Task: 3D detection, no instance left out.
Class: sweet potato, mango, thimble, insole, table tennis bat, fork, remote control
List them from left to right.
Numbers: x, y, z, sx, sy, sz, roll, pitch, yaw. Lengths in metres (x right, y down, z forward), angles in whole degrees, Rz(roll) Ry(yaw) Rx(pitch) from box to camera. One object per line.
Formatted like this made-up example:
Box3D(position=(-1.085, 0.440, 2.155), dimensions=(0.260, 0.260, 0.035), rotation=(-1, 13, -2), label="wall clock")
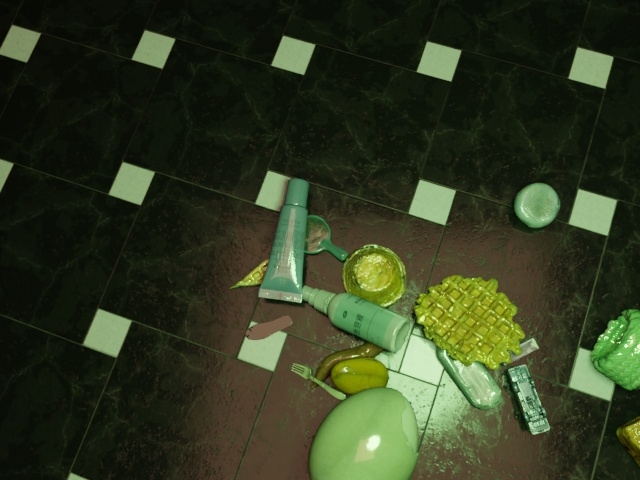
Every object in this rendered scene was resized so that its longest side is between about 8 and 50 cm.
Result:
Box3D(position=(-0.161, 0.272, 1.952), dimensions=(0.152, 0.002, 0.053), rotation=(-23, 76, -1), label="insole")
Box3D(position=(-0.004, 0.415, 1.847), dimensions=(0.219, 0.028, 0.034), rotation=(20, 85, 42), label="fork")
Box3D(position=(0.000, 0.000, 1.992), dimensions=(0.201, 0.033, 0.124), rotation=(33, 83, 16), label="table tennis bat")
Box3D(position=(0.085, 0.354, 1.886), dimensions=(0.281, 0.059, 0.067), rotation=(-24, 115, 2), label="sweet potato")
Box3D(position=(0.111, 0.393, 1.819), dimensions=(0.137, 0.195, 0.098), rotation=(-42, 41, 27), label="mango")
Box3D(position=(0.439, 0.389, 1.856), dimensions=(0.104, 0.052, 0.247), rotation=(-36, 79, -3), label="remote control")
Box3D(position=(0.883, 0.308, 1.766), dimensions=(0.150, 0.219, 0.219), rotation=(34, 81, 8), label="thimble")

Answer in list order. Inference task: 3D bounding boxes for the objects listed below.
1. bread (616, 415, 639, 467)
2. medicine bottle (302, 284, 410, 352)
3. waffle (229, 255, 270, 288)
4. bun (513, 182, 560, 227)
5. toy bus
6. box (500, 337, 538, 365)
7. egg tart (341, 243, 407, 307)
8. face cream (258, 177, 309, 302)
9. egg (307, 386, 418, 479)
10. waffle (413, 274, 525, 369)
Box3D(position=(0.932, 0.552, 1.734), dimensions=(0.158, 0.143, 0.149), rotation=(-28, 70, -3), label="bread")
Box3D(position=(0.089, 0.216, 1.864), dimensions=(0.352, 0.110, 0.110), rotation=(21, 78, 29), label="medicine bottle")
Box3D(position=(-0.178, 0.137, 1.975), dimensions=(0.191, 0.032, 0.125), rotation=(-40, 79, -4), label="waffle")
Box3D(position=(0.669, -0.109, 1.944), dimensions=(0.141, 0.083, 0.141), rotation=(0, 86, 1), label="bun")
Box3D(position=(0.597, 0.460, 1.813), dimensions=(0.064, 0.075, 0.190), rotation=(-16, 75, -1), label="toy bus")
Box3D(position=(0.584, 0.329, 1.859), dimensions=(0.117, 0.050, 0.036), rotation=(-27, 83, -4), label="box")
Box3D(position=(0.166, 0.109, 1.927), dimensions=(0.212, 0.090, 0.213), rotation=(-1, 73, 3), label="egg tart")
Box3D(position=(-0.097, -0.003, 1.953), dimensions=(0.135, 0.086, 0.385), rotation=(8, 77, 3), label="face cream")
Box3D(position=(0.132, 0.564, 1.719), dimensions=(0.278, 0.278, 0.336), rotation=(41, 89, 12), label="egg")
Box3D(position=(0.441, 0.241, 1.850), dimensions=(0.307, 0.060, 0.312), rotation=(-12, 56, -7), label="waffle")
